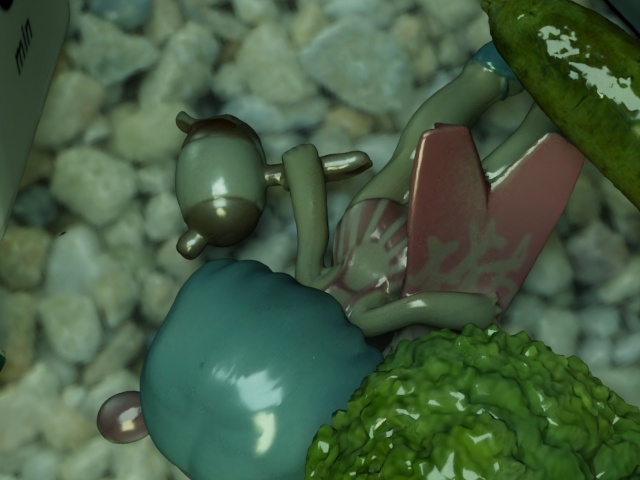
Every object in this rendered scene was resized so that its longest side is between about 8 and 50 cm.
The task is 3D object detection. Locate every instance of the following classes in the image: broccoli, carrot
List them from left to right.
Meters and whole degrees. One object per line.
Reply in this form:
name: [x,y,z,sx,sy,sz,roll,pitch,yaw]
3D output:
broccoli: [0.085,0.198,0.792,0.254,0.186,0.302,27,122,9]
carrot: [0.207,0.011,0.828,0.358,0.074,0.074,40,83,5]

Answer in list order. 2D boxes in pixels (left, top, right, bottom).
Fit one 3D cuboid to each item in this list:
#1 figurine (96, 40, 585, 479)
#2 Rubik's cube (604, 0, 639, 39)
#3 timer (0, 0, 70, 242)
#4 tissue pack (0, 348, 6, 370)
figurine: [0.005,-0.001,0.866,0.205,0.103,0.260,38,73,12]
Rubik's cube: [0.229,-0.229,0.806,0.288,0.293,0.283,-41,72,-3]
timer: [-0.228,-0.120,0.842,0.192,0.195,0.194,0,42,7]
tissue pack: [-0.227,0.095,0.872,0.103,0.090,0.170,28,82,13]
